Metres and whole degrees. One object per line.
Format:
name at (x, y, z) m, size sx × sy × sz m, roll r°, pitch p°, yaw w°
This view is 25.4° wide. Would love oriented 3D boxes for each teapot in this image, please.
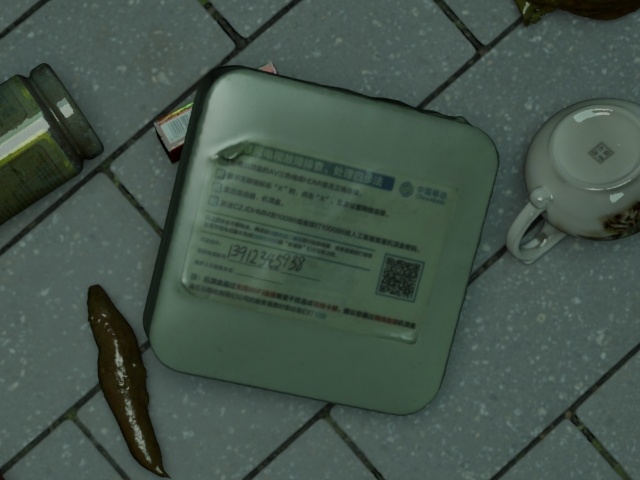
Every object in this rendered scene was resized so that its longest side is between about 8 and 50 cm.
teapot at (0.366, -0.084, 1.889) m, size 0.298 × 0.139 × 0.204 m, roll -32°, pitch 61°, yaw -3°

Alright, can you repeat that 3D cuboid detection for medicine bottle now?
medicine bottle at (-0.448, -0.085, 1.818) m, size 0.322 × 0.151 × 0.151 m, roll -34°, pitch 88°, yaw -6°

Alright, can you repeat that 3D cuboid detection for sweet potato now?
sweet potato at (-0.255, 0.186, 1.852) m, size 0.067 × 0.067 × 0.274 m, roll -19°, pitch 84°, yaw -5°

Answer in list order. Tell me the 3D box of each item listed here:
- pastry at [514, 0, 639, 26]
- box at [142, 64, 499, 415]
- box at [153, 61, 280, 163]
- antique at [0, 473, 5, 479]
pastry at (0.373, -0.425, 1.916) m, size 0.235 × 0.132 × 0.240 m, roll -7°, pitch 85°, yaw -6°
box at (0.001, 0.000, 1.813) m, size 0.396 × 0.111 × 0.396 m, roll 13°, pitch 97°, yaw -14°
box at (-0.132, -0.168, 1.868) m, size 0.175 × 0.112 × 0.048 m, roll -28°, pitch 87°, yaw -7°
antique at (-0.446, 0.332, 1.809) m, size 0.104 × 0.104 × 0.104 m, roll 0°, pitch 85°, yaw -4°
